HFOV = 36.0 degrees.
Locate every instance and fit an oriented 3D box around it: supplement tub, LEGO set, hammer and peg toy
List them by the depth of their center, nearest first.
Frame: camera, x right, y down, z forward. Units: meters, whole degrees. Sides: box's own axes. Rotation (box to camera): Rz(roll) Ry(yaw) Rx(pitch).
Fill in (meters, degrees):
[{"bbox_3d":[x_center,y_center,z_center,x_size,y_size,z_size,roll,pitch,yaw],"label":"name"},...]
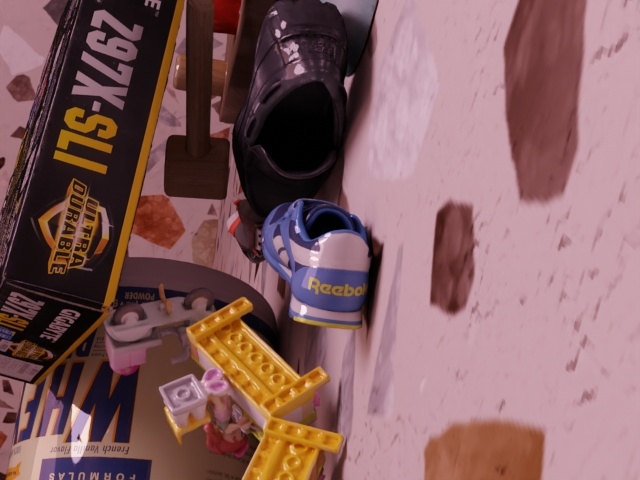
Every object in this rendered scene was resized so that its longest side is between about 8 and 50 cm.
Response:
[{"bbox_3d":[-0.049,0.150,0.604,0.287,0.132,0.107,-114,16,-47],"label":"LEGO set"},{"bbox_3d":[-0.163,0.203,0.895,0.235,0.235,0.325,113,161,-63],"label":"supplement tub"},{"bbox_3d":[-0.061,-0.228,0.914,0.266,0.127,0.361,120,155,-65],"label":"hammer and peg toy"}]

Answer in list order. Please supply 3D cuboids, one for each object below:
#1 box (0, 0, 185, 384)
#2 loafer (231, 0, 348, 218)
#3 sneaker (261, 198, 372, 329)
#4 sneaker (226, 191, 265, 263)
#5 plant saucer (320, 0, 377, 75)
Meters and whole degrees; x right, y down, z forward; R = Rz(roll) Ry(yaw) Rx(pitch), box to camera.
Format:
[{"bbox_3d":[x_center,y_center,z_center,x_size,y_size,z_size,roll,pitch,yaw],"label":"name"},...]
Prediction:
[{"bbox_3d":[-0.192,-0.071,0.772,0.257,0.079,0.322,141,142,-59],"label":"box"},{"bbox_3d":[-0.023,-0.072,0.698,0.223,0.076,0.078,105,163,-58],"label":"loafer"},{"bbox_3d":[0.000,0.000,0.583,0.144,0.053,0.059,-124,40,-64],"label":"sneaker"},{"bbox_3d":[-0.055,-0.016,1.012,0.158,0.061,0.065,121,127,-72],"label":"sneaker"},{"bbox_3d":[0.015,-0.215,0.692,0.195,0.037,0.195,-174,90,-82],"label":"plant saucer"}]
